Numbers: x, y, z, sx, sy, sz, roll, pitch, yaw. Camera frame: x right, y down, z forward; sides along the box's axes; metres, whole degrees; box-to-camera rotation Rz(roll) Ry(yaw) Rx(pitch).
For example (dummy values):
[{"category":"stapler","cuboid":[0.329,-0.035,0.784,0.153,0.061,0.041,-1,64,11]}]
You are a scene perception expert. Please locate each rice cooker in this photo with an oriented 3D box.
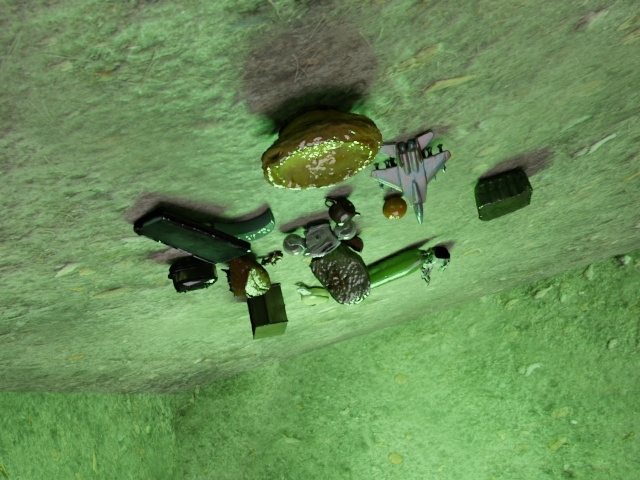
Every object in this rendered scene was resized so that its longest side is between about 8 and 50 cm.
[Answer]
[{"category":"rice cooker","cuboid":[-0.430,0.117,1.895,0.165,0.107,0.112,-14,166,-30]}]

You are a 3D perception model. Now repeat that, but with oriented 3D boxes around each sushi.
[{"category":"sushi","cuboid":[-0.276,0.126,1.980,0.149,0.140,0.287,-50,155,-2]}]

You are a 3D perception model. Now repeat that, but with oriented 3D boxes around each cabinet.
[{"category":"cabinet","cuboid":[-0.225,0.305,2.394,0.148,0.175,0.215,-9,158,-13]}]

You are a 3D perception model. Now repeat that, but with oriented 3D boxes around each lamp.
[{"category":"lamp","cuboid":[-0.170,0.066,2.030,0.063,0.031,0.083,3,150,-41]}]

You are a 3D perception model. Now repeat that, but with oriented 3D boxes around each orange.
[{"category":"orange","cuboid":[0.239,-0.103,1.794,0.083,0.070,0.083,-8,161,-3]}]

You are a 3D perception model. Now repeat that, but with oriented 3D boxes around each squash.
[{"category":"squash","cuboid":[0.315,0.116,2.359,0.378,0.102,0.101,-30,154,33]}]

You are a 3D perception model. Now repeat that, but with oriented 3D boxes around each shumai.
[{"category":"shumai","cuboid":[0.087,0.104,2.082,0.189,0.256,0.218,-33,-171,14]}]

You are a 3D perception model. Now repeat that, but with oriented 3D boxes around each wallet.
[{"category":"wallet","cuboid":[-0.370,-0.007,1.622,0.172,0.045,0.318,-22,148,38]}]

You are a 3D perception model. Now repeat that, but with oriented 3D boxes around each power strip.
[{"category":"power strip","cuboid":[-0.241,-0.034,1.710,0.215,0.044,0.137,-14,160,0]}]

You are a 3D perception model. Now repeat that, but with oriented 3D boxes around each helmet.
[{"category":"helmet","cuboid":[0.125,0.006,2.028,0.084,0.049,0.065,35,171,-36]}]

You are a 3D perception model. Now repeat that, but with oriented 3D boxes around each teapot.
[{"category":"teapot","cuboid":[0.066,-0.098,1.707,0.121,0.076,0.068,30,130,-19]}]

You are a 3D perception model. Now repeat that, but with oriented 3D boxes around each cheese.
[{"category":"cheese","cuboid":[-0.048,0.241,2.512,0.127,0.054,0.251,-19,158,14]}]

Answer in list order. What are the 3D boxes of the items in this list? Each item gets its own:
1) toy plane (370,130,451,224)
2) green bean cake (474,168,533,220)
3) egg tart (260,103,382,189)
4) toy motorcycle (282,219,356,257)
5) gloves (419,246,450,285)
[{"category":"toy plane","cuboid":[0.260,-0.163,1.573,0.222,0.105,0.326,-15,143,5]},{"category":"green bean cake","cuboid":[0.602,-0.151,1.862,0.181,0.094,0.173,-19,159,12]},{"category":"egg tart","cuboid":[-0.004,-0.220,1.286,0.293,0.123,0.294,-13,163,-4]},{"category":"toy motorcycle","cuboid":[0.000,0.000,1.855,0.254,0.113,0.112,-16,159,3]},{"category":"gloves","cuboid":[0.489,0.110,2.443,0.127,0.111,0.212,-30,166,-31]}]
